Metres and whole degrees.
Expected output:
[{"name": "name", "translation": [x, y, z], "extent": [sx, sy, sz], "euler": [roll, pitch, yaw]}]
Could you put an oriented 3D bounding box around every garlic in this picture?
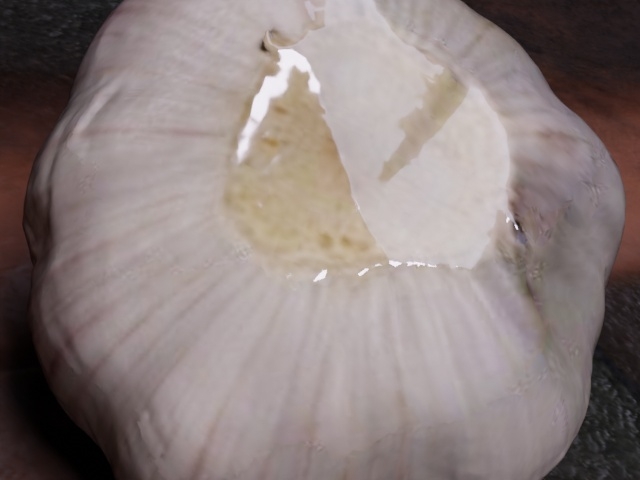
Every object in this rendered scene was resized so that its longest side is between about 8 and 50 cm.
[{"name": "garlic", "translation": [0.000, 0.000, 0.898], "extent": [0.317, 0.259, 0.317], "euler": [8, 62, -14]}]
